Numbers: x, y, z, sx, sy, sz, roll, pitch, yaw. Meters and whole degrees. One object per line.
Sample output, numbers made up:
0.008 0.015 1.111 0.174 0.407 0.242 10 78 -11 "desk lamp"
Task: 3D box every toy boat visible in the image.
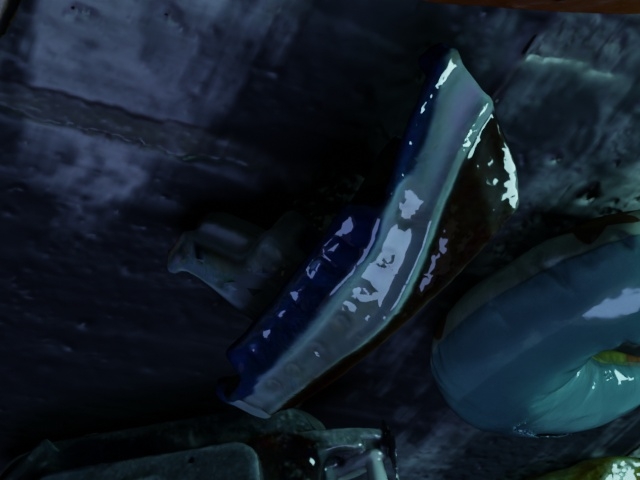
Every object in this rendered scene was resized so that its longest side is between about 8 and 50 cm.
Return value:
0.000 0.000 0.560 0.115 0.114 0.262 44 122 -5 "toy boat"

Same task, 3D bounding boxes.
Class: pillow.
0.188 0.064 0.670 0.214 0.086 0.233 22 130 -36 "pillow"

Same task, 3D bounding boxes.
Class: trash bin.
-0.067 0.307 0.775 0.296 0.255 0.367 -11 143 -1 "trash bin"

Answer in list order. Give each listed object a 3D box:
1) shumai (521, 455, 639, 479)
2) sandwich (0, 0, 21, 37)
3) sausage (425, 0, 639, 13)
0.219 0.322 0.862 0.222 0.203 0.272 17 134 -24 "shumai"
-0.232 -0.136 0.373 0.251 0.087 0.226 14 116 -24 "sandwich"
0.072 -0.135 0.453 0.169 0.065 0.065 1 136 -10 "sausage"
